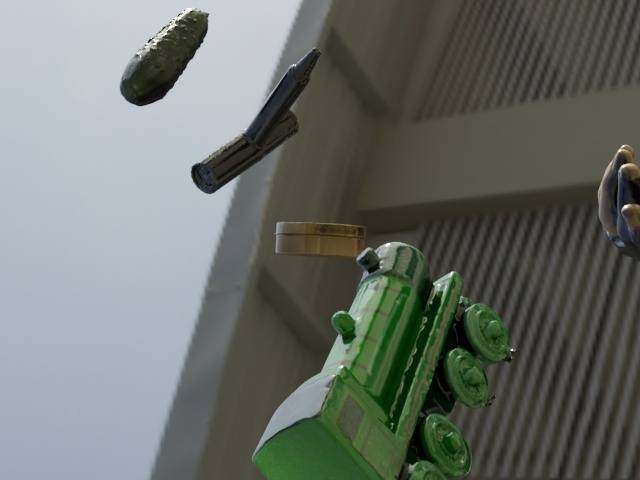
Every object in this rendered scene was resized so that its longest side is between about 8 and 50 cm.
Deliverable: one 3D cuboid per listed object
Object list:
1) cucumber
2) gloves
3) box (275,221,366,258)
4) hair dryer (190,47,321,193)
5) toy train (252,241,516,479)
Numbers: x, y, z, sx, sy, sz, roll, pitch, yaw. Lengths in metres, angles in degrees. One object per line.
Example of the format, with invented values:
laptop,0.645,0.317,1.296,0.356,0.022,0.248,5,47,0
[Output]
cucumber,-0.197,-0.243,1.705,0.069,0.069,0.227,62,-146,-26
gloves,0.448,-0.037,1.693,0.301,0.197,0.152,18,-100,-55
box,0.000,0.000,1.498,0.105,0.105,0.037,5,-93,-53
hair dryer,-0.066,-0.154,1.606,0.050,0.195,0.173,42,-130,6
toy train,0.044,0.091,0.808,0.119,0.085,0.251,48,-149,-13
